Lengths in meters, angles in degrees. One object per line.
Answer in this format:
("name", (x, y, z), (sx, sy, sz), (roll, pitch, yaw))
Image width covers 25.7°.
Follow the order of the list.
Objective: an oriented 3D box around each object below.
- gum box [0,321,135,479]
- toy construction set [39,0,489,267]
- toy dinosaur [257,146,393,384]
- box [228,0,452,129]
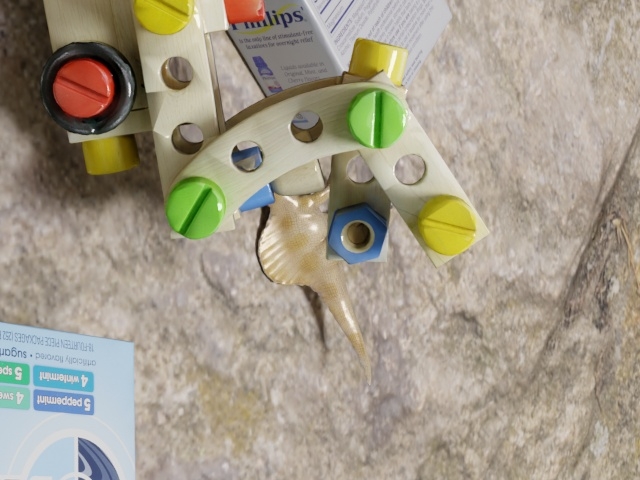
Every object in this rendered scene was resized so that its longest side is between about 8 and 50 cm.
("gum box", (-0.155, 0.134, 0.683), (0.157, 0.041, 0.184), (17, 68, -54))
("toy construction set", (-0.040, -0.136, 0.732), (0.151, 0.215, 0.327), (54, 28, -86))
("toy dinosaur", (0.000, 0.000, 0.923), (0.092, 0.053, 0.183), (-44, 119, -25))
("box", (0.008, -0.155, 0.901), (0.126, 0.072, 0.137), (-58, 133, -34))
